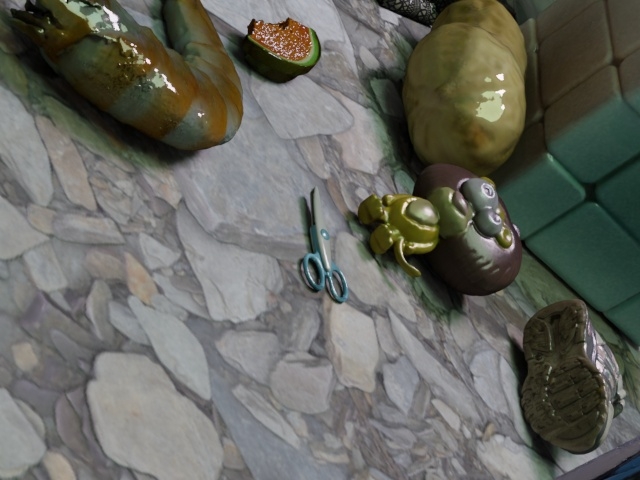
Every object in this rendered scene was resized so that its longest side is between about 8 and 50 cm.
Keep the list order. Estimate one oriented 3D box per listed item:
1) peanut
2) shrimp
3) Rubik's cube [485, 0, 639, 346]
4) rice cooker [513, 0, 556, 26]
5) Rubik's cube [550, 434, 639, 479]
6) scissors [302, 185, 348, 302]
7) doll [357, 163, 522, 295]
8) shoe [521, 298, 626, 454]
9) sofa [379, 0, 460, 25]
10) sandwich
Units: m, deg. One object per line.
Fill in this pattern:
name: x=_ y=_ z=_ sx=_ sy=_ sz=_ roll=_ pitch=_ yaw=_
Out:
peanut: x=0.167 y=-0.186 z=1.614 sx=0.147 sy=0.147 sz=0.318 roll=44 pitch=32 yaw=-18
shrimp: x=-0.131 y=-0.159 z=1.210 sx=0.185 sy=0.068 sz=0.287 roll=55 pitch=26 yaw=-3
Rubik's cube: x=0.399 y=-0.126 z=1.712 sx=0.322 sy=0.316 sz=0.318 roll=39 pitch=32 yaw=-24
rice cooker: x=0.417 y=-0.315 z=1.986 sx=0.288 sy=0.277 sz=0.288 roll=56 pitch=12 yaw=-19
Rubik's cube: x=0.277 y=0.302 z=1.066 sx=0.310 sy=0.305 sz=0.307 roll=59 pitch=28 yaw=10
scissors: x=0.000 y=0.000 z=1.286 sx=0.058 sy=0.014 sz=0.119 roll=28 pitch=41 yaw=-41
doll: x=0.130 y=-0.006 z=1.412 sx=0.145 sy=0.096 sz=0.188 roll=51 pitch=37 yaw=11
shoe: x=0.259 y=0.150 z=1.448 sx=0.092 sy=0.089 sz=0.180 roll=47 pitch=29 yaw=-38
sofa: x=0.121 y=-0.305 z=1.755 sx=0.118 sy=0.060 sz=0.039 roll=10 pitch=47 yaw=-52
sandwich: x=-0.039 y=-0.189 z=1.420 sx=0.067 sy=0.029 sz=0.135 roll=52 pitch=29 yaw=8
